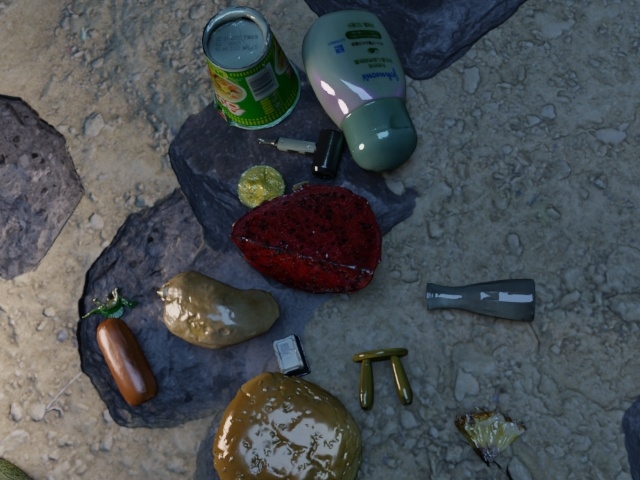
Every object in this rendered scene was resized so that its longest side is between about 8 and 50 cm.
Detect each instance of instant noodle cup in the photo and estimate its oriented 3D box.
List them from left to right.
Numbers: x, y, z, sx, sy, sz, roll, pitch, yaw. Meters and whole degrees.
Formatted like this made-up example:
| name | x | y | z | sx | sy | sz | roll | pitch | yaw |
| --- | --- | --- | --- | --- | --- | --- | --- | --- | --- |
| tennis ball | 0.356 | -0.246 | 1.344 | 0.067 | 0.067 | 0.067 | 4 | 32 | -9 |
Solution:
| name | x | y | z | sx | sy | sz | roll | pitch | yaw |
| --- | --- | --- | --- | --- | --- | --- | --- | --- | --- |
| instant noodle cup | -0.158 | -0.373 | 1.709 | 0.206 | 0.233 | 0.207 | -2 | 75 | 6 |

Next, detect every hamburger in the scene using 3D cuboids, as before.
| name | x | y | z | sx | sy | sz | roll | pitch | yaw |
| --- | --- | --- | --- | --- | --- | --- | --- | --- | --- |
| hamburger | -0.059 | 0.397 | 1.528 | 0.283 | 0.145 | 0.260 | 21 | 74 | 5 |

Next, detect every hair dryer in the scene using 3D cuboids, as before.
| name | x | y | z | sx | sy | sz | roll | pitch | yaw |
| --- | --- | --- | --- | --- | --- | --- | --- | --- | --- |
| hair dryer | -0.049 | -0.199 | 1.751 | 0.197 | 0.057 | 0.101 | 11 | 75 | 17 |

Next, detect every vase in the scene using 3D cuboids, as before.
| name | x | y | z | sx | sy | sz | roll | pitch | yaw |
| --- | --- | --- | --- | --- | --- | --- | --- | --- | --- |
| vase | 0.320 | 0.117 | 1.605 | 0.213 | 0.086 | 0.086 | 1 | 74 | 11 |

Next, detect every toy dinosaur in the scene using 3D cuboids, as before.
| name | x | y | z | sx | sy | sz | roll | pitch | yaw |
| --- | --- | --- | --- | --- | --- | --- | --- | --- | --- |
| toy dinosaur | -0.452 | 0.144 | 1.699 | 0.119 | 0.029 | 0.060 | -30 | 85 | -3 |

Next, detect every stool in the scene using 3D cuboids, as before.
| name | x | y | z | sx | sy | sz | roll | pitch | yaw |
| --- | --- | --- | --- | --- | --- | --- | --- | --- | --- |
| stool | 0.124 | 0.272 | 1.561 | 0.134 | 0.135 | 0.111 | -20 | 70 | 47 |

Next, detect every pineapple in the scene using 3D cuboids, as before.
| name | x | y | z | sx | sy | sz | roll | pitch | yaw |
| --- | --- | --- | --- | --- | --- | --- | --- | --- | --- |
| pineapple | 0.326 | 0.375 | 1.532 | 0.137 | 0.069 | 0.116 | 4 | 74 | 5 |

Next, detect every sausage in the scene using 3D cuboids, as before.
| name | x | y | z | sx | sy | sz | roll | pitch | yaw |
| --- | --- | --- | --- | --- | --- | --- | --- | --- | --- |
| sausage | -0.399 | 0.246 | 1.638 | 0.076 | 0.076 | 0.198 | -29 | 72 | -3 |

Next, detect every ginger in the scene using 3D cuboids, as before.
| name | x | y | z | sx | sy | sz | roll | pitch | yaw |
| --- | --- | --- | --- | --- | --- | --- | --- | --- | --- |
| ginger | -0.216 | 0.145 | 1.620 | 0.267 | 0.152 | 0.138 | 12 | 105 | 4 |

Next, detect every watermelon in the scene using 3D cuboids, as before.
| name | x | y | z | sx | sy | sz | roll | pitch | yaw |
| --- | --- | --- | --- | --- | --- | --- | --- | --- | --- |
| watermelon | -0.125 | -0.106 | 1.718 | 0.105 | 0.062 | 0.106 | -2 | 66 | 4 |

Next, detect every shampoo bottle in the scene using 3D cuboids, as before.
| name | x | y | z | sx | sy | sz | roll | pitch | yaw |
| --- | --- | --- | --- | --- | --- | --- | --- | --- | --- |
| shampoo bottle | 0.094 | -0.310 | 1.700 | 0.221 | 0.151 | 0.350 | -8 | 71 | -32 |

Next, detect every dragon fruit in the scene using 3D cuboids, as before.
| name | x | y | z | sx | sy | sz | roll | pitch | yaw |
| --- | --- | --- | --- | --- | --- | --- | --- | --- | --- |
| dragon fruit | 0.000 | 0.000 | 1.645 | 0.316 | 0.152 | 0.205 | 15 | 56 | 18 |

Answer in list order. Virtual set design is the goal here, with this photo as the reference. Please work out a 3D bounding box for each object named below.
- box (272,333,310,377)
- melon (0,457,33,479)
| name | x | y | z | sx | sy | sz | roll | pitch | yaw |
| --- | --- | --- | --- | --- | --- | --- | --- | --- | --- |
| box | -0.061 | 0.235 | 1.614 | 0.060 | 0.063 | 0.085 | -18 | 74 | -1 |
| melon | -0.606 | 0.521 | 1.585 | 0.139 | 0.093 | 0.203 | 2 | 41 | -21 |
